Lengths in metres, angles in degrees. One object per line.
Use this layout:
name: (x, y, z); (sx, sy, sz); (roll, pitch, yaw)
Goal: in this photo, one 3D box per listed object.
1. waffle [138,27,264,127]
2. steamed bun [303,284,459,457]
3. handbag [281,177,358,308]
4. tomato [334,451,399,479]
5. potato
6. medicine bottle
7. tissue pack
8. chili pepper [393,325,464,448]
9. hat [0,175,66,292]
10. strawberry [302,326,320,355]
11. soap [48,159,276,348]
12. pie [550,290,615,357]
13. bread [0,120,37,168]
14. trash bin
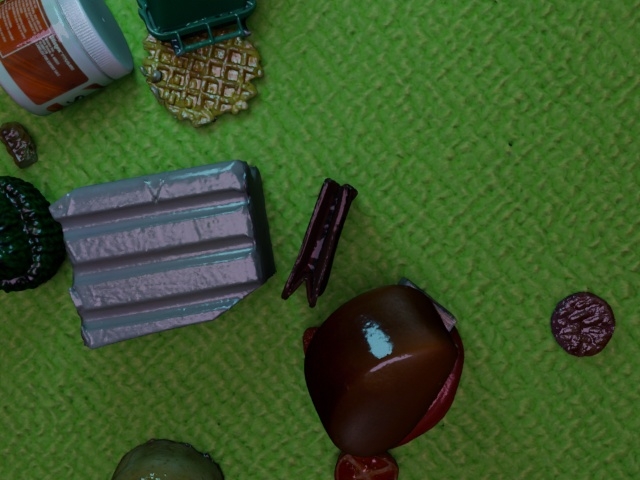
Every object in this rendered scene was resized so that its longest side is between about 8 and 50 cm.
waffle: (-0.277, -0.406, 1.533); (0.262, 0.060, 0.280); (-30, 93, 2)
steamed bun: (0.102, 0.283, 1.390); (0.248, 0.235, 0.379); (3, 131, -26)
handbag: (0.001, 0.001, 1.439); (0.084, 0.260, 0.275); (20, 93, 4)
tomato: (0.109, 0.541, 1.558); (0.156, 0.069, 0.155); (3, 111, 7)
potato: (-0.379, 0.594, 1.525); (0.286, 0.242, 0.242); (12, 94, 6)
medicine bottle: (-0.583, -0.434, 1.451); (0.241, 0.252, 0.252); (-26, 92, 6)
tissue pack: (0.236, 0.152, 1.509); (0.148, 0.108, 0.060); (39, 93, 0)
chili pepper: (0.230, 0.376, 1.544); (0.368, 0.092, 0.137); (-44, 63, 1)
hat: (-0.726, -0.010, 1.447); (0.274, 0.332, 0.242); (43, 97, -2)
strawberry: (0.002, 0.246, 1.542); (0.106, 0.106, 0.106); (0, 94, 4)
soap: (-0.332, 0.021, 1.484); (0.436, 0.213, 0.350); (-12, 90, 4)
pie: (0.611, 0.195, 1.524); (0.155, 0.036, 0.154); (0, 95, 4)
bread: (-0.724, -0.234, 1.570); (0.066, 0.060, 0.110); (-31, 90, 34)
trash bin: (-0.278, -0.598, 1.328); (0.259, 0.381, 0.295); (-20, 77, -9)
